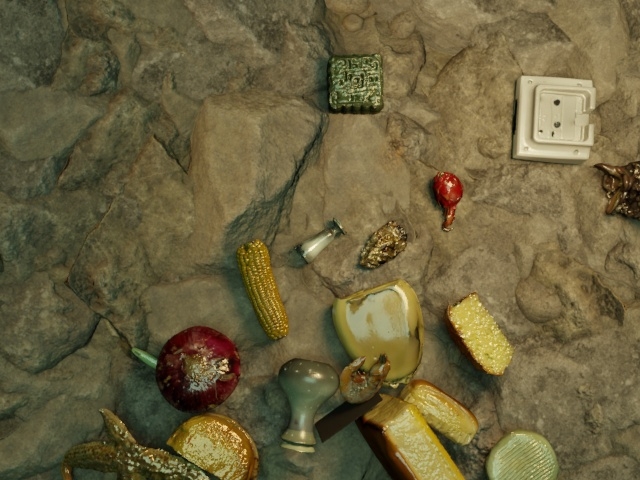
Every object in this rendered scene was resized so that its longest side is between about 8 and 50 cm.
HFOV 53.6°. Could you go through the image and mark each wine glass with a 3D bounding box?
[{"bbox_3d":[0.000,0.000,1.923,0.155,0.072,0.072,-38,88,-5],"label":"wine glass"}]

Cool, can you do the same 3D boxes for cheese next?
[{"bbox_3d":[0.192,0.284,1.886,0.259,0.128,0.316,-21,89,7],"label":"cheese"}]

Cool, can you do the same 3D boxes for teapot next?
[{"bbox_3d":[-0.045,0.471,1.818,0.183,0.183,0.251,10,78,-2],"label":"teapot"}]

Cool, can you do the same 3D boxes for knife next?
[{"bbox_3d":[-0.444,0.405,1.895,0.293,0.020,0.043,31,83,-1],"label":"knife"}]

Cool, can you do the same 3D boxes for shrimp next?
[{"bbox_3d":[0.129,0.389,1.805,0.132,0.052,0.187,28,101,-31],"label":"shrimp"}]

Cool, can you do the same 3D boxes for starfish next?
[{"bbox_3d":[-0.531,0.683,1.802,0.432,0.082,0.324,34,103,3],"label":"starfish"}]

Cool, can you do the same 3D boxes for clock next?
[{"bbox_3d":[0.724,-0.379,1.963,0.231,0.116,0.262,5,84,-2],"label":"clock"}]

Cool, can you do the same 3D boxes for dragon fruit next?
[{"bbox_3d":[0.396,-0.125,1.952,0.094,0.094,0.191,-12,108,-4],"label":"dragon fruit"}]

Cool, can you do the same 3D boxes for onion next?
[{"bbox_3d":[-0.349,0.373,1.819,0.246,0.190,0.246,-2,69,4],"label":"onion"}]

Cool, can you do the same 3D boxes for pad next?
[{"bbox_3d":[0.080,0.503,1.854,0.211,0.143,0.003,-34,101,-4],"label":"pad"}]

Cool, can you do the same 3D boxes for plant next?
[{"bbox_3d":[0.977,-0.158,1.926,0.233,0.178,0.204,-10,87,-9],"label":"plant"}]

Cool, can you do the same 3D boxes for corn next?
[{"bbox_3d":[-0.172,0.152,1.888,0.101,0.102,0.313,-17,87,-4],"label":"corn"}]

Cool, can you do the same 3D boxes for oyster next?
[{"bbox_3d":[0.189,0.018,1.940,0.177,0.056,0.105,-31,95,-9],"label":"oyster"}]

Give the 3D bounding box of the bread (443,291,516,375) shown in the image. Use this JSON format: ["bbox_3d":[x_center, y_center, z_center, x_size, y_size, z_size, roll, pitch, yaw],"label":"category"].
[{"bbox_3d":[0.459,0.281,1.892,0.129,0.134,0.260,-33,93,-15],"label":"bread"}]

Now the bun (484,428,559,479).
[{"bbox_3d":[0.597,0.669,1.882,0.221,0.108,0.221,-1,80,4],"label":"bun"}]

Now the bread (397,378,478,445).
[{"bbox_3d":[0.351,0.499,1.866,0.236,0.140,0.106,34,88,0],"label":"bread"}]

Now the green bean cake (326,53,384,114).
[{"bbox_3d":[0.109,-0.484,1.950,0.181,0.094,0.173,0,86,-2],"label":"green bean cake"}]

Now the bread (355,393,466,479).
[{"bbox_3d":[0.249,0.600,1.766,0.143,0.323,0.333,-34,87,-13],"label":"bread"}]

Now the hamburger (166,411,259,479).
[{"bbox_3d":[-0.288,0.591,1.830,0.283,0.144,0.157,31,74,-1],"label":"hamburger"}]
